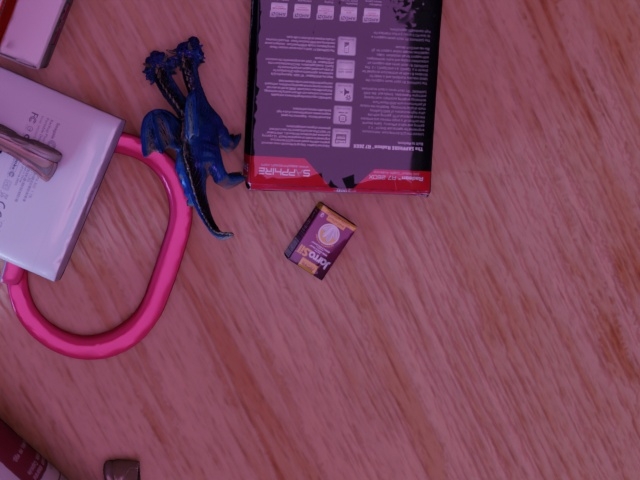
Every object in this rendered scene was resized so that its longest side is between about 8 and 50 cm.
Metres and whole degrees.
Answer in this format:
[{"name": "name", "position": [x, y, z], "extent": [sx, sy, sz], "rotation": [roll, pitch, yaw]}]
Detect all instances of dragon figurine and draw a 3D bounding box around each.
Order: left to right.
[{"name": "dragon figurine", "position": [-0.159, -0.121, 1.747], "extent": [0.085, 0.289, 0.144], "rotation": [-22, 130, 19]}]

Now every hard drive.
[{"name": "hard drive", "position": [-0.420, -0.110, 1.759], "extent": [0.319, 0.040, 0.210], "rotation": [23, 94, 3]}]

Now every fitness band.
[{"name": "fitness band", "position": [-0.276, 0.006, 1.826], "extent": [0.209, 0.054, 0.290], "rotation": [18, 96, -12]}]

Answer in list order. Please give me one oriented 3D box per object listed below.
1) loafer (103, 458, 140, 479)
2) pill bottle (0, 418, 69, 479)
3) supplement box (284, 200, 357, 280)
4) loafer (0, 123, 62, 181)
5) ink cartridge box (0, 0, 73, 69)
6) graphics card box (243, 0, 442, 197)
[{"name": "loafer", "position": [-0.234, 0.346, 1.872], "extent": [0.050, 0.056, 0.148], "rotation": [-18, 100, 2]}, {"name": "pill bottle", "position": [-0.402, 0.352, 1.768], "extent": [0.224, 0.224, 0.392], "rotation": [-45, 100, 0]}, {"name": "supplement box", "position": [0.000, 0.000, 1.861], "extent": [0.055, 0.043, 0.083], "rotation": [32, 93, -12]}, {"name": "loafer", "position": [-0.365, -0.109, 1.713], "extent": [0.125, 0.045, 0.039], "rotation": [24, 101, 0]}, {"name": "ink cartridge box", "position": [-0.300, -0.331, 1.678], "extent": [0.060, 0.239, 0.275], "rotation": [21, 95, -9]}, {"name": "graphics card box", "position": [0.028, -0.245, 1.806], "extent": [0.233, 0.094, 0.370], "rotation": [2, 99, -7]}]
